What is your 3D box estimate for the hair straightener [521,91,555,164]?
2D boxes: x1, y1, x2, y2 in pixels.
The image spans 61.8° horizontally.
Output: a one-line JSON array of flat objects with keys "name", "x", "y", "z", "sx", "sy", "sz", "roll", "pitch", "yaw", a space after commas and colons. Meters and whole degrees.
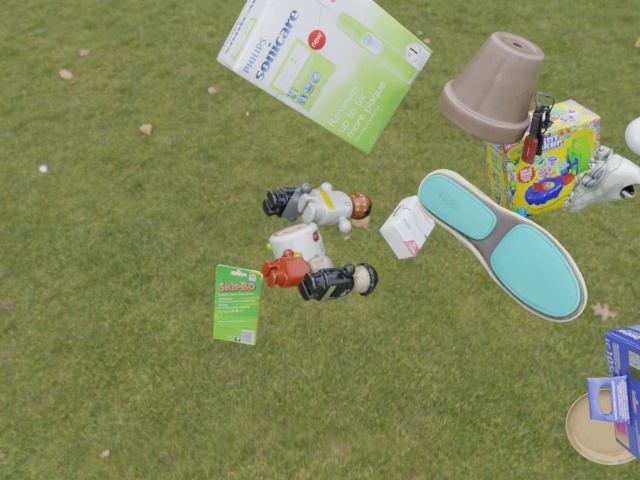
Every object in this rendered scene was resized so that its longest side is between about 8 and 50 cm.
[{"name": "hair straightener", "x": 0.595, "y": -0.315, "z": 1.459, "sx": 0.089, "sy": 0.230, "sz": 0.047, "roll": -42, "pitch": 51, "yaw": -17}]

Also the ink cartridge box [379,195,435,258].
[{"name": "ink cartridge box", "x": 0.353, "y": -0.054, "z": 2.154, "sx": 0.092, "sy": 0.158, "sz": 0.218, "roll": -16, "pitch": 26, "yaw": 48}]

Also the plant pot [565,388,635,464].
[{"name": "plant pot", "x": 0.865, "y": 0.557, "z": 1.615, "sx": 0.236, "sy": 0.236, "sz": 0.032, "roll": 11, "pitch": 8, "yaw": 11}]

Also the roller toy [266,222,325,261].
[{"name": "roller toy", "x": -0.083, "y": 0.027, "z": 2.012, "sx": 0.191, "sy": 0.146, "sz": 0.209, "roll": -23, "pitch": 12, "yaw": -24}]

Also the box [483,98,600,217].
[{"name": "box", "x": 0.690, "y": -0.251, "z": 1.684, "sx": 0.290, "sy": 0.279, "sz": 0.177, "roll": -16, "pitch": 32, "yaw": 3}]

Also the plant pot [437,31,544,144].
[{"name": "plant pot", "x": 0.483, "y": -0.425, "z": 1.453, "sx": 0.263, "sy": 0.229, "sz": 0.263, "roll": 11, "pitch": 43, "yaw": -11}]

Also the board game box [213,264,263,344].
[{"name": "board game box", "x": -0.230, "y": 0.177, "z": 1.483, "sx": 0.124, "sy": 0.259, "sz": 0.039, "roll": 10, "pitch": 34, "yaw": 1}]

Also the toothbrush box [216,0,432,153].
[{"name": "toothbrush box", "x": 0.009, "y": -0.306, "z": 0.886, "sx": 0.283, "sy": 0.206, "sz": 0.122, "roll": 26, "pitch": 12, "yaw": -32}]

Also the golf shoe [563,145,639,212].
[{"name": "golf shoe", "x": 0.448, "y": -0.077, "z": 0.854, "sx": 0.086, "sy": 0.176, "sz": 0.069, "roll": 25, "pitch": 79, "yaw": 13}]

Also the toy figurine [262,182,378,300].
[{"name": "toy figurine", "x": 0.000, "y": 0.000, "z": 0.968, "sx": 0.148, "sy": 0.209, "sz": 0.213, "roll": -4, "pitch": 6, "yaw": -33}]

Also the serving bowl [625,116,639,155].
[{"name": "serving bowl", "x": 0.636, "y": -0.204, "z": 1.032, "sx": 0.083, "sy": 0.027, "sz": 0.083, "roll": -1, "pitch": 81, "yaw": 4}]

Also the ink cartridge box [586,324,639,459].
[{"name": "ink cartridge box", "x": 0.770, "y": 0.307, "z": 1.116, "sx": 0.395, "sy": 0.270, "sz": 0.151, "roll": -10, "pitch": 8, "yaw": -5}]

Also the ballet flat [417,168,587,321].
[{"name": "ballet flat", "x": 0.225, "y": 0.000, "z": 0.665, "sx": 0.086, "sy": 0.086, "sz": 0.248, "roll": -29, "pitch": 62, "yaw": -22}]
